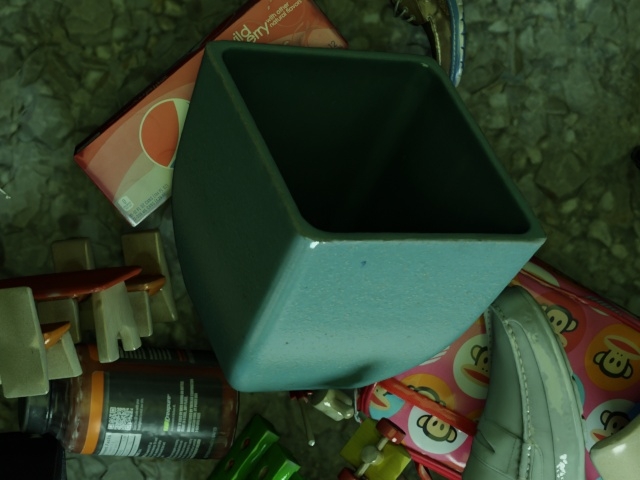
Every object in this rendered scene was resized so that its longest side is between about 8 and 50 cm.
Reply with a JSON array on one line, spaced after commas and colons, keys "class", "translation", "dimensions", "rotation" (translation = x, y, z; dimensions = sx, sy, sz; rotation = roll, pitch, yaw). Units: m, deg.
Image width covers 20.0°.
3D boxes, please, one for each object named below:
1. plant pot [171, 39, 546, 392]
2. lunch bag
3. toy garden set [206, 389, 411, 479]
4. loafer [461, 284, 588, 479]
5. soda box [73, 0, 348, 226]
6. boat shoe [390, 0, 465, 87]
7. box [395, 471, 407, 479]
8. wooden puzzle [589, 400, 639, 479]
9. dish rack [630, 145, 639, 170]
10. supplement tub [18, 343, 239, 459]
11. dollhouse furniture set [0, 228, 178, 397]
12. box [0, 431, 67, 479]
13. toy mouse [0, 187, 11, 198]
[{"class": "plant pot", "translation": [0.000, 0.000, 1.622], "dimensions": [0.248, 0.247, 0.252], "rotation": [1, 135, -32]}, {"class": "lunch bag", "translation": [0.182, 0.149, 1.758], "dimensions": [0.293, 0.120, 0.258], "rotation": [28, 99, -9]}, {"class": "toy garden set", "translation": [-0.012, 0.223, 1.683], "dimensions": [0.049, 0.244, 0.204], "rotation": [34, 95, -25]}, {"class": "loafer", "translation": [0.183, 0.199, 1.650], "dimensions": [0.111, 0.112, 0.319], "rotation": [-14, 104, -8]}, {"class": "soda box", "translation": [-0.103, -0.132, 1.692], "dimensions": [0.263, 0.083, 0.092], "rotation": [-40, 101, 2]}, {"class": "boat shoe", "translation": [0.098, -0.233, 1.712], "dimensions": [0.066, 0.066, 0.183], "rotation": [-6, 90, 0]}, {"class": "box", "translation": [0.025, 0.306, 1.753], "dimensions": [0.170, 0.130, 0.091], "rotation": [-23, 100, -2]}, {"class": "wooden puzzle", "translation": [0.437, 0.177, 1.748], "dimensions": [0.348, 0.080, 0.322], "rotation": [-39, 126, -6]}, {"class": "dish rack", "translation": [0.451, -0.069, 1.707], "dimensions": [0.271, 0.208, 0.074], "rotation": [-19, 112, -3]}, {"class": "supplement tub", "translation": [-0.181, 0.150, 1.706], "dimensions": [0.198, 0.106, 0.106], "rotation": [5, 99, -16]}, {"class": "dollhouse furniture set", "translation": [-0.289, 0.047, 1.623], "dimensions": [0.259, 0.262, 0.135], "rotation": [-7, 99, 22]}, {"class": "box", "translation": [-0.395, 0.302, 1.615], "dimensions": [0.343, 0.312, 0.179], "rotation": [-4, 100, -5]}, {"class": "toy mouse", "translation": [-0.377, -0.054, 1.701], "dimensions": [0.161, 0.031, 0.143], "rotation": [33, 94, -10]}]
